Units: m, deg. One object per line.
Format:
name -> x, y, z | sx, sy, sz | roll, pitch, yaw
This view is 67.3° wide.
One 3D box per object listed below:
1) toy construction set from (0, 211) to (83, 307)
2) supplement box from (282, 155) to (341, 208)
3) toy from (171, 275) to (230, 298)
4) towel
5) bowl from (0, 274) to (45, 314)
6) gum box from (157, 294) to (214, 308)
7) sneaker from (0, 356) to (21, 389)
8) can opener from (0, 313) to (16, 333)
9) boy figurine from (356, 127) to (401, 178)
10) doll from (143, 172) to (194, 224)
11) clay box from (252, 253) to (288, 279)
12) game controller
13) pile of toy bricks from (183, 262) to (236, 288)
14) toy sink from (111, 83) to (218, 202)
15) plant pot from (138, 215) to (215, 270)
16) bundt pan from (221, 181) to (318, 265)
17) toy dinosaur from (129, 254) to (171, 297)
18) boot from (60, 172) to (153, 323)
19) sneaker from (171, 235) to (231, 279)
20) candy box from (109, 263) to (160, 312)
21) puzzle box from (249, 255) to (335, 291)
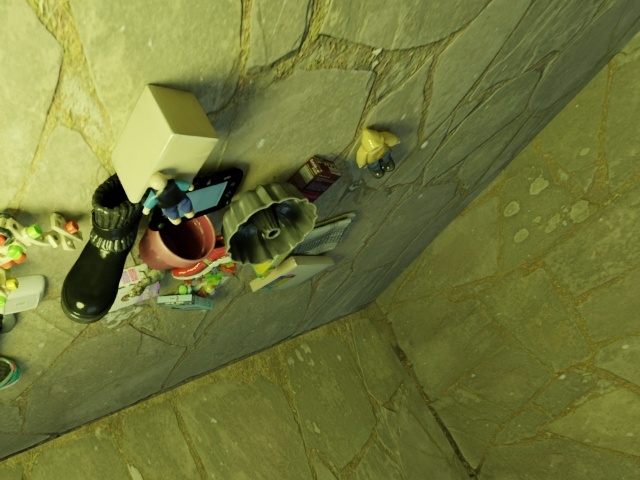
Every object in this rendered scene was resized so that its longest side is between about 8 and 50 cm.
toy construction set -> -0.756, 0.044, 1.172 | 0.327, 0.151, 0.215 | -37, 135, -6
supplement box -> -0.055, -0.187, 1.707 | 0.239, 0.073, 0.130 | -40, 157, 26
toy -> -0.497, 0.212, 2.046 | 0.137, 0.056, 0.237 | -38, 158, 25
towel -> 0.000, 0.000, 2.239 | 0.324, 0.056, 0.312 | -21, 157, -27
bowl -> -0.886, 0.165, 1.415 | 0.142, 0.053, 0.142 | -12, 153, -43
gum box -> -0.557, 0.260, 2.000 | 0.157, 0.041, 0.184 | -5, 165, 16
sneaker -> -1.184, 0.489, 1.639 | 0.295, 0.124, 0.178 | -23, 165, -40
can opener -> -1.038, 0.321, 1.533 | 0.093, 0.074, 0.280 | -7, 149, -48
boy figurine -> 0.209, -0.325, 1.732 | 0.177, 0.092, 0.285 | -29, 163, 4
doll -> -0.353, -0.097, 1.119 | 0.129, 0.046, 0.189 | -28, 160, -11
clay box -> -0.221, 0.056, 1.962 | 0.053, 0.127, 0.222 | -3, 146, -49
game controller -> -0.350, -0.123, 1.375 | 0.166, 0.067, 0.319 | -45, 171, 37
pile of toy bricks -> -0.434, 0.139, 1.893 | 0.212, 0.105, 0.118 | -17, 155, -33
toy sink -> -0.362, -0.214, 1.119 | 0.131, 0.153, 0.234 | -6, 147, -49
plant pot -> -0.452, 0.002, 1.465 | 0.180, 0.201, 0.201 | -26, 166, 38
bundt pan -> -0.178, -0.066, 1.580 | 0.330, 0.124, 0.331 | -24, 151, -15
toy dinosaur -> -0.540, 0.082, 1.619 | 0.268, 0.064, 0.118 | -33, 124, -24
boot -> -0.538, 0.009, 1.208 | 0.131, 0.348, 0.260 | 20, 140, -21
sneaker -> -0.420, 0.042, 1.740 | 0.279, 0.107, 0.118 | -26, 136, -7
candy box -> -0.668, 0.163, 1.680 | 0.196, 0.070, 0.165 | -18, 156, -31
puzzle box -> -0.128, 0.160, 2.362 | 0.272, 0.052, 0.409 | -32, 164, 22
